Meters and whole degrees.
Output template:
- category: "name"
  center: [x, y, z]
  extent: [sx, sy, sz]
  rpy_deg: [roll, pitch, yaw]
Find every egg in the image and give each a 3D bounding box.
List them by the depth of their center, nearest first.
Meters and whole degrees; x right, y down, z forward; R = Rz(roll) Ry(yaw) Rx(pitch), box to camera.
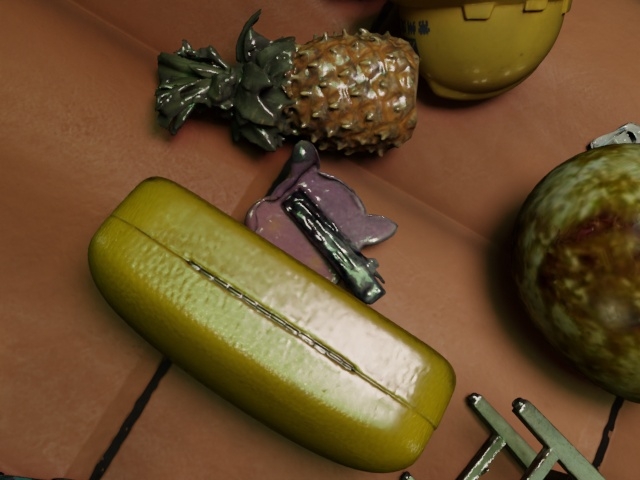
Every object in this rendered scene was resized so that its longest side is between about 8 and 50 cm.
- category: "egg"
  center: [0.336, 0.039, 0.613]
  extent: [0.238, 0.238, 0.290]
  rpy_deg: [-16, 88, -13]

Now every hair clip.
- category: "hair clip"
  center: [0.000, -0.001, 0.649]
  extent: [0.187, 0.056, 0.146]
  rpy_deg: [44, 97, -4]

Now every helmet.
- category: "helmet"
  center: [0.189, -0.247, 0.704]
  extent: [0.256, 0.205, 0.140]
  rpy_deg: [-13, 117, -21]

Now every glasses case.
- category: "glasses case"
  center: [-0.059, 0.096, 0.568]
  extent: [0.371, 0.173, 0.141]
  rpy_deg: [33, 73, 3]

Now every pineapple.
- category: "pineapple"
  center: [-0.043, -0.184, 0.670]
  extent: [0.309, 0.141, 0.170]
  rpy_deg: [1, 82, -1]

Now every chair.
- category: "chair"
  center: [0.236, 0.301, 0.582]
  extent: [0.270, 0.136, 0.147]
  rpy_deg: [45, 75, 2]

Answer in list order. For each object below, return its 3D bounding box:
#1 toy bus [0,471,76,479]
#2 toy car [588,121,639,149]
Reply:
- category: "toy bus"
  center: [-0.304, 0.262, 0.530]
  extent: [0.160, 0.092, 0.079]
  rpy_deg: [11, 73, -6]
- category: "toy car"
  center: [0.412, -0.135, 0.778]
  extent: [0.093, 0.025, 0.041]
  rpy_deg: [-26, 82, -14]
